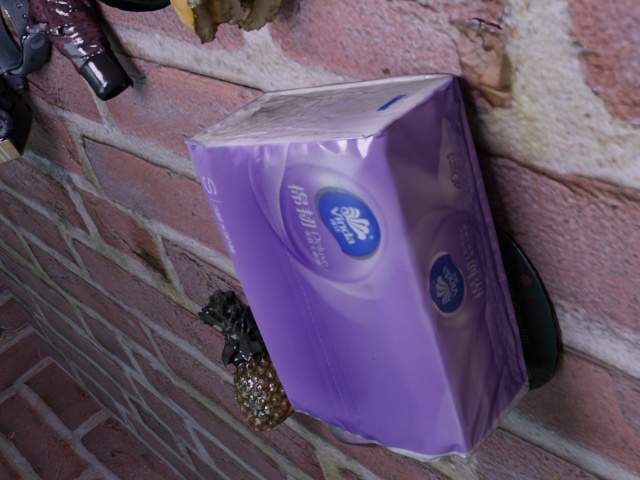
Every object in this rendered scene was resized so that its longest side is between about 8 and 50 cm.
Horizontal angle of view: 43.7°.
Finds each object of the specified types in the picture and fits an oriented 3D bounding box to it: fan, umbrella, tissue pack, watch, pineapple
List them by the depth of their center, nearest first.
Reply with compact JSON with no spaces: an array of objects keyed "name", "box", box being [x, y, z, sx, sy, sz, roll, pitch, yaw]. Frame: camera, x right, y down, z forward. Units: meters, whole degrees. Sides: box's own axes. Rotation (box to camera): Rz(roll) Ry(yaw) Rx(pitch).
[{"name":"tissue pack","box":[0.040,0.028,0.774,0.242,0.160,0.339,4,121,44]},{"name":"fan","box":[0.119,0.046,0.847,0.294,0.012,0.223,25,137,28]},{"name":"umbrella","box":[-0.371,-0.336,1.112,0.090,0.094,0.326,-34,93,19]},{"name":"watch","box":[-0.537,-0.367,1.357,0.193,0.068,0.206,48,151,9]},{"name":"pineapple","box":[-0.126,0.200,1.374,0.125,0.125,0.251,-14,106,61]}]

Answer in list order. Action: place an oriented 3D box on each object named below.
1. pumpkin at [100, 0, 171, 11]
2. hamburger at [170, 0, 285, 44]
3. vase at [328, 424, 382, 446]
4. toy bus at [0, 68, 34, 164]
[{"name":"pumpkin","box":[-0.206,-0.328,0.805,0.202,0.140,0.202,35,146,28]},{"name":"hamburger","box":[-0.078,-0.289,0.681,0.131,0.124,0.262,61,159,20]},{"name":"vase","box":[0.103,0.250,1.102,0.214,0.086,0.086,-7,117,55]},{"name":"toy bus","box":[-0.690,-0.296,1.428,0.177,0.201,0.365,-98,-17,-47]}]
